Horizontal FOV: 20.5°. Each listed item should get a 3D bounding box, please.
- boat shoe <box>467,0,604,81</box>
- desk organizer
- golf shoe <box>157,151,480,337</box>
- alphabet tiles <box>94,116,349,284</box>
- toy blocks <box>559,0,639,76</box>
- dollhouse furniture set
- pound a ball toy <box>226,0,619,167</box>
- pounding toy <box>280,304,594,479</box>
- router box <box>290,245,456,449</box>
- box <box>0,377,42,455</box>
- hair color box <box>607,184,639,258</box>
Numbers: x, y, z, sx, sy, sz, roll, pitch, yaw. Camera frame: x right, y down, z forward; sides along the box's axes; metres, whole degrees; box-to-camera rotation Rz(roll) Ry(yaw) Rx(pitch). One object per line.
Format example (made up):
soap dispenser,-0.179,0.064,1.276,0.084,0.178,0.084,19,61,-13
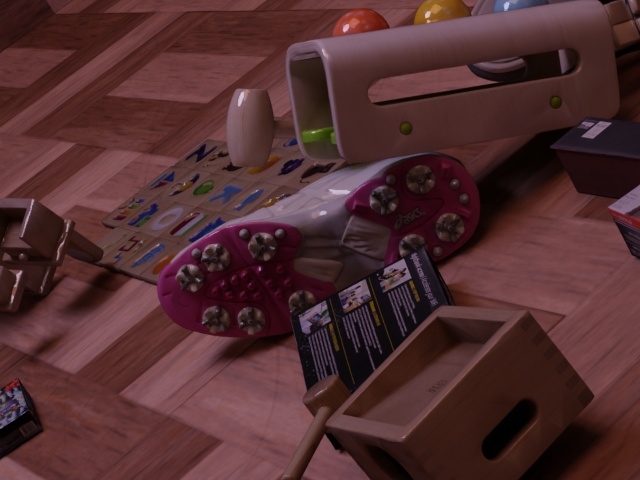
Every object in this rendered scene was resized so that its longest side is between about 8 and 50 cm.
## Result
boat shoe,0.250,-0.254,1.868,0.112,0.095,0.335,23,53,20
desk organizer,0.257,-0.067,1.486,0.047,0.050,0.130,-39,23,-18
golf shoe,0.000,0.000,1.621,0.306,0.115,0.140,-19,15,8
alphabet tiles,-0.115,-0.051,1.985,0.285,0.011,0.342,-39,23,-20
toy blocks,0.332,-0.360,1.686,0.260,0.309,0.288,-20,-5,-32
dollhouse furniture set,-0.415,0.146,1.918,0.303,0.174,0.355,1,66,33
pound a ball toy,0.082,-0.153,1.630,0.319,0.135,0.208,-10,6,-17
pounding toy,0.063,0.140,1.255,0.181,0.094,0.206,-44,16,-18
router box,0.050,0.083,1.439,0.133,0.046,0.179,-28,22,6
box,-0.340,0.195,1.727,0.137,0.027,0.094,-34,21,-6
hair color box,0.316,-0.043,1.358,0.167,0.053,0.093,-36,23,-9
